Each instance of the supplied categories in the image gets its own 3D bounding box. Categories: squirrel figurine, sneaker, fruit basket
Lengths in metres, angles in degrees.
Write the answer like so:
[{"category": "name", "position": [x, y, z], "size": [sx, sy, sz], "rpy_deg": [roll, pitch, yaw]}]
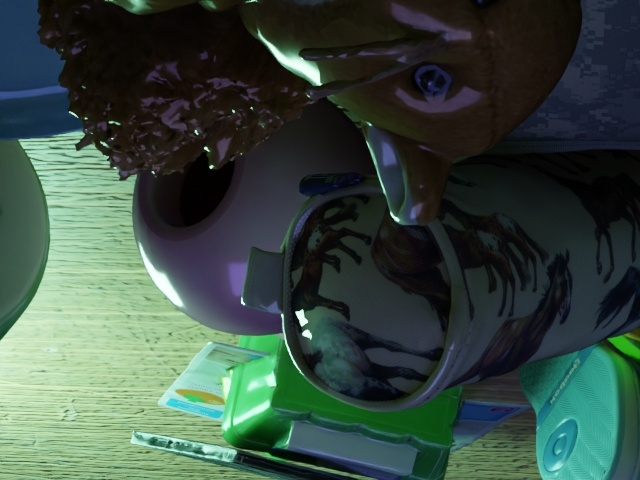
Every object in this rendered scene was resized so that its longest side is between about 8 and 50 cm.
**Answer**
[{"category": "squirrel figurine", "position": [-0.044, -0.176, 1.002], "size": [0.370, 0.281, 0.397], "rpy_deg": [30, 167, -4]}, {"category": "sneaker", "position": [0.303, 0.180, 1.702], "size": [0.208, 0.319, 0.127], "rpy_deg": [31, 110, -12]}, {"category": "fruit basket", "position": [0.010, 0.184, 1.950], "size": [0.327, 0.165, 0.353], "rpy_deg": [14, 156, -10]}]

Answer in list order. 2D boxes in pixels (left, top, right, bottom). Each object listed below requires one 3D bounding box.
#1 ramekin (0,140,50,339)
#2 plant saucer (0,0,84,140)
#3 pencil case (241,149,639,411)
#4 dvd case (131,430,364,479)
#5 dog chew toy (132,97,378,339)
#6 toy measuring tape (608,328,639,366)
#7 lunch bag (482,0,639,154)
[{"category": "ramekin", "position": [-0.372, -0.006, 1.549], "size": [0.303, 0.303, 0.148], "rpy_deg": [22, 143, -25]}, {"category": "plant saucer", "position": [-0.252, -0.167, 1.410], "size": [0.318, 0.043, 0.317], "rpy_deg": [-3, 155, -1]}, {"category": "pencil case", "position": [0.141, 0.004, 1.357], "size": [0.183, 0.159, 0.410], "rpy_deg": [27, -155, 33]}, {"category": "dvd case", "position": [-0.055, 0.226, 1.884], "size": [0.221, 0.018, 0.164], "rpy_deg": [21, 168, -41]}, {"category": "dog chew toy", "position": [0.000, 0.000, 1.558], "size": [0.207, 0.206, 0.332], "rpy_deg": [-12, 154, 36]}, {"category": "toy measuring tape", "position": [0.229, -0.006, 1.602], "size": [0.330, 0.121, 0.121], "rpy_deg": [39, 146, -10]}, {"category": "lunch bag", "position": [0.146, -0.170, 1.199], "size": [0.287, 0.169, 0.235], "rpy_deg": [0, 153, 7]}]
